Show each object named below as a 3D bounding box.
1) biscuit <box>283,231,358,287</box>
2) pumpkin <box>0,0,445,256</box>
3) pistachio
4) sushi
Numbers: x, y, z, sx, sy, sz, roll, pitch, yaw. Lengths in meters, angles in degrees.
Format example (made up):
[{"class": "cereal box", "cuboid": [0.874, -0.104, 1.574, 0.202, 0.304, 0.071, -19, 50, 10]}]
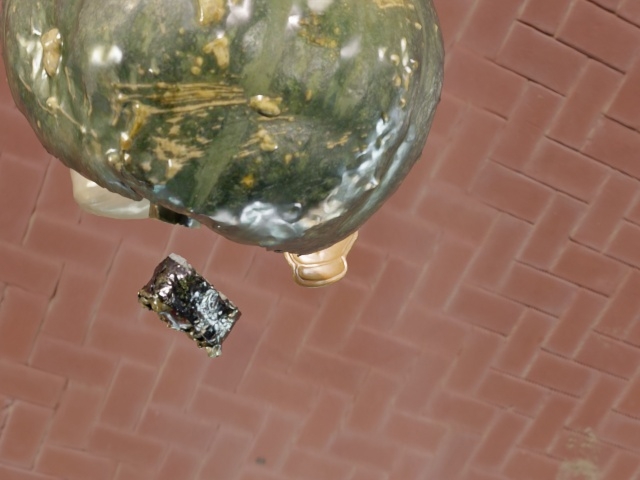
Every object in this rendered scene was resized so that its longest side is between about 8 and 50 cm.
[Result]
[{"class": "biscuit", "cuboid": [0.000, -0.001, 1.117, 0.118, 0.140, 0.023, -18, 157, -13]}, {"class": "pumpkin", "cuboid": [-0.074, -0.133, 0.582, 0.292, 0.328, 0.257, 18, 95, -42]}, {"class": "pistachio", "cuboid": [-0.434, -0.154, 1.744, 0.332, 0.207, 0.226, -4, 132, 32]}, {"class": "sushi", "cuboid": [-0.250, 0.114, 1.414, 0.115, 0.147, 0.212, -50, 143, -10]}]
